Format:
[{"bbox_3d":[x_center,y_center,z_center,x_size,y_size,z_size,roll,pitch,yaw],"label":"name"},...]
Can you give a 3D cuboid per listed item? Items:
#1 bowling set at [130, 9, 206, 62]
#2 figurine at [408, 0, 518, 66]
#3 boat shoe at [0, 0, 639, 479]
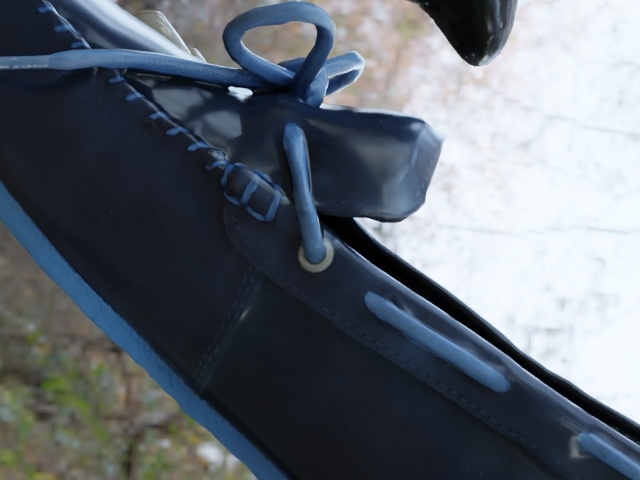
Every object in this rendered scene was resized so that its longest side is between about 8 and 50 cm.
[{"bbox_3d":[-0.104,-0.027,1.275,0.154,0.287,0.200,-35,-159,2],"label":"bowling set"},{"bbox_3d":[-0.016,-0.175,0.517,0.092,0.215,0.209,-20,-125,53],"label":"figurine"},{"bbox_3d":[0.000,0.000,0.472,0.089,0.258,0.109,-43,-172,12],"label":"boat shoe"}]
